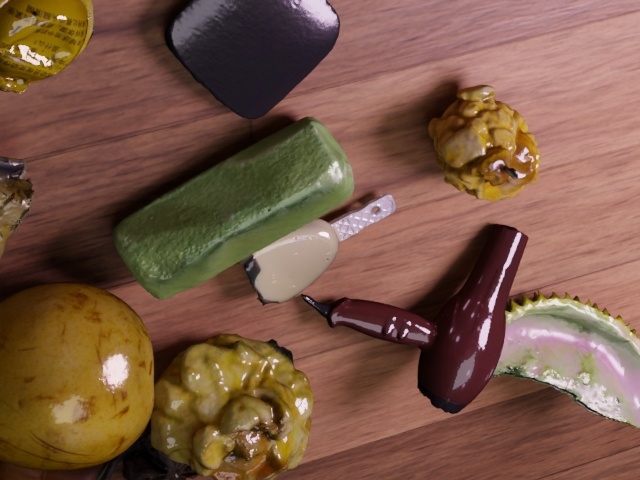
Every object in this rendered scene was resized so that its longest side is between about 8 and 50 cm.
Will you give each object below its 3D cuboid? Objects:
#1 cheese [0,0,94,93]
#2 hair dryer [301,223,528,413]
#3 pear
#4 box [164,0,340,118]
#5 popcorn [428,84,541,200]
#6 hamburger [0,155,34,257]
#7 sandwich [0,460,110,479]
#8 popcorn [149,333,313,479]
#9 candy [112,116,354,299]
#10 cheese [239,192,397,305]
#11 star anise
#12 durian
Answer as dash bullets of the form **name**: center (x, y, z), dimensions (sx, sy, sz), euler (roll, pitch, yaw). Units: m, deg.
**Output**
- **cheese**: center (-0.322, -0.283, 1.550), dimensions (0.157, 0.064, 0.250), euler (9, 123, -51)
- **hair dryer**: center (0.141, 0.092, 2.041), dimensions (0.341, 0.123, 0.312), euler (17, 95, -13)
- **pear**: center (-0.359, 0.186, 1.772), dimensions (0.281, 0.280, 0.280), euler (-12, 129, -16)
- **box**: center (-0.086, -0.273, 1.691), dimensions (0.201, 0.042, 0.212), euler (-43, 131, 11)
- **popcorn**: center (0.232, -0.135, 1.882), dimensions (0.140, 0.163, 0.194), euler (-34, 167, 28)
- **hamburger**: center (-0.512, 0.000, 1.647), dimensions (0.211, 0.132, 0.308), euler (17, 116, -33)
- **sandwich**: center (-0.401, 0.383, 1.958), dimensions (0.220, 0.186, 0.108), euler (9, 123, -30)
- **popcorn**: center (-0.132, 0.265, 1.947), dimensions (0.286, 0.252, 0.215), euler (26, 125, -40)
- **candy**: center (-0.117, -0.043, 1.807), dimensions (0.344, 0.132, 0.142), euler (-29, 174, 1)
- **cheese**: center (0.000, 0.000, 1.933), dimensions (0.252, 0.054, 0.127), euler (-28, 131, -3)
- **star anise**: center (-0.262, 0.355, 2.047), dimensions (0.209, 0.089, 0.231), euler (-58, 146, -3)
- **durian**: center (0.421, 0.197, 2.179), dimensions (0.352, 0.169, 0.158), euler (21, 135, -12)
